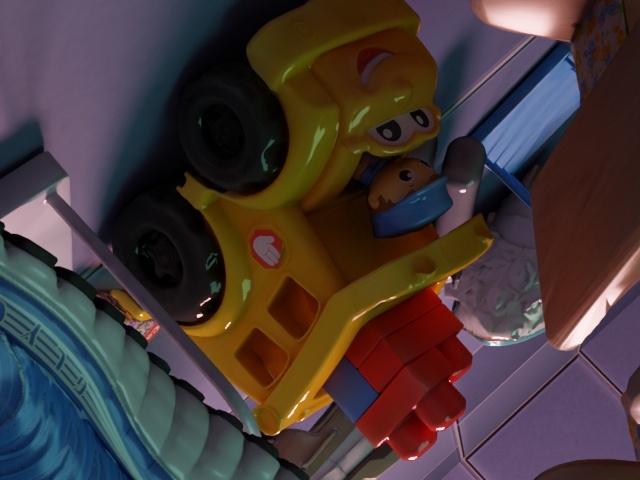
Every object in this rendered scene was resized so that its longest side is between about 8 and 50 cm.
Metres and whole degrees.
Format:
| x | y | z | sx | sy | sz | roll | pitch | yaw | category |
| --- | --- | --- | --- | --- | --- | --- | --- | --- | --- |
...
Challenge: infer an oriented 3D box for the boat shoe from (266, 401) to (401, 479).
| x | y | z | sx | sy | sz | roll | pitch | yaw | category |
| --- | --- | --- | --- | --- | --- | --- | --- | --- | --- |
| -0.024 | 0.244 | 1.489 | 0.302 | 0.103 | 0.113 | -35 | 175 | -31 | boat shoe |

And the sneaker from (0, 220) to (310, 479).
| x | y | z | sx | sy | sz | roll | pitch | yaw | category |
| --- | --- | --- | --- | --- | --- | --- | --- | --- | --- |
| -0.128 | 0.079 | 0.503 | 0.330 | 0.130 | 0.147 | 44 | 74 | -32 | sneaker |

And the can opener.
| x | y | z | sx | sy | sz | roll | pitch | yaw | category |
| --- | --- | --- | --- | --- | --- | --- | --- | --- | --- |
| 0.089 | -0.028 | 1.161 | 0.280 | 0.074 | 0.093 | 83 | 20 | -72 | can opener |

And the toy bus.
| x | y | z | sx | sy | sz | roll | pitch | yaw | category |
| --- | --- | --- | --- | --- | --- | --- | --- | --- | --- |
| 0.016 | 0.005 | 0.782 | 0.149 | 0.211 | 0.220 | -24 | 154 | -46 | toy bus |

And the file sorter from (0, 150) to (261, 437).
| x | y | z | sx | sy | sz | roll | pitch | yaw | category |
| --- | --- | --- | --- | --- | --- | --- | --- | --- | --- |
| -0.189 | 0.134 | 0.680 | 0.278 | 0.173 | 0.193 | -36 | 162 | -24 | file sorter |

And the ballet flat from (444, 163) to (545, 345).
| x | y | z | sx | sy | sz | roll | pitch | yaw | category |
| --- | --- | --- | --- | --- | --- | --- | --- | --- | --- |
| 0.261 | -0.039 | 1.471 | 0.409 | 0.147 | 0.147 | -32 | 161 | -43 | ballet flat |

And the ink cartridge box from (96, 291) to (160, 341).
| x | y | z | sx | sy | sz | roll | pitch | yaw | category |
| --- | --- | --- | --- | --- | --- | --- | --- | --- | --- |
| -0.131 | 0.063 | 0.896 | 0.063 | 0.029 | 0.115 | -48 | 163 | 13 | ink cartridge box |

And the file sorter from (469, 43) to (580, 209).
| x | y | z | sx | sy | sz | roll | pitch | yaw | category |
| --- | --- | --- | --- | --- | --- | --- | --- | --- | --- |
| 0.214 | -0.077 | 1.241 | 0.118 | 0.104 | 0.170 | -47 | 163 | 9 | file sorter |

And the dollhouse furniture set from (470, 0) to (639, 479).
| x | y | z | sx | sy | sz | roll | pitch | yaw | category |
| --- | --- | --- | --- | --- | --- | --- | --- | --- | --- |
| 0.151 | -0.095 | 0.692 | 0.256 | 0.362 | 0.394 | 7 | 146 | -12 | dollhouse furniture set |
